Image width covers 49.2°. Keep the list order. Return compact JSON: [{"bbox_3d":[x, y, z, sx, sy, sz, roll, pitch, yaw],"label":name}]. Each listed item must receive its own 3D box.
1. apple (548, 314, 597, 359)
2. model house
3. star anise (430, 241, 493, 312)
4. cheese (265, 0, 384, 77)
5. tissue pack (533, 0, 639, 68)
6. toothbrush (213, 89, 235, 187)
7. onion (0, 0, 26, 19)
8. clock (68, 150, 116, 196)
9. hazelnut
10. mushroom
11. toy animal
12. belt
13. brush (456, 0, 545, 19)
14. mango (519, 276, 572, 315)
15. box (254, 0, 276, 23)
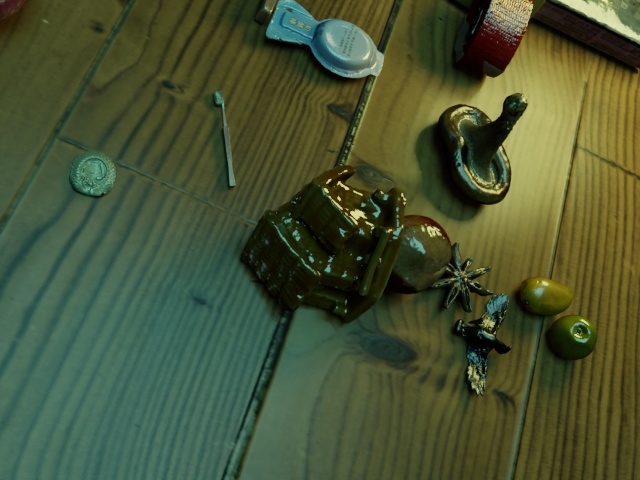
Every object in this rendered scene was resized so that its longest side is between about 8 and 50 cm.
[{"bbox_3d":[0.495,0.189,1.373,0.090,0.074,0.089,0,64,0],"label":"apple"},{"bbox_3d":[0.002,0.000,1.191,0.229,0.199,0.219,13,55,-21],"label":"model house"},{"bbox_3d":[0.262,0.077,1.340,0.141,0.042,0.141,7,70,-18],"label":"star anise"},{"bbox_3d":[0.016,-0.402,1.409,0.245,0.052,0.135,22,63,-11],"label":"cheese"},{"bbox_3d":[0.673,-0.592,1.688,0.361,0.122,0.259,22,69,-15],"label":"tissue pack"},{"bbox_3d":[-0.175,-0.188,1.282,0.017,0.014,0.194,-5,74,-23],"label":"toothbrush"},{"bbox_3d":[-0.585,-0.447,1.136,0.207,0.201,0.200,45,58,-35],"label":"onion"},{"bbox_3d":[-0.383,-0.114,1.180,0.074,0.010,0.083,13,67,-16],"label":"clock"},{"bbox_3d":[0.158,0.022,1.269,0.143,0.143,0.154,38,86,-5],"label":"hazelnut"},{"bbox_3d":[0.336,-0.198,1.365,0.148,0.217,0.226,-15,78,-25],"label":"mushroom"},{"bbox_3d":[0.308,0.184,1.319,0.108,0.062,0.220,35,61,-27],"label":"toy animal"},{"bbox_3d":[0.380,-0.456,1.508,0.124,0.128,0.200,22,90,-13],"label":"belt"},{"bbox_3d":[0.396,-0.562,1.567,0.197,0.123,0.059,26,45,-11],"label":"brush"},{"bbox_3d":[0.448,0.110,1.389,0.114,0.060,0.080,2,74,-24],"label":"mango"},{"bbox_3d":[-0.100,-0.489,1.397,0.025,0.048,0.115,26,65,-18],"label":"box"}]
